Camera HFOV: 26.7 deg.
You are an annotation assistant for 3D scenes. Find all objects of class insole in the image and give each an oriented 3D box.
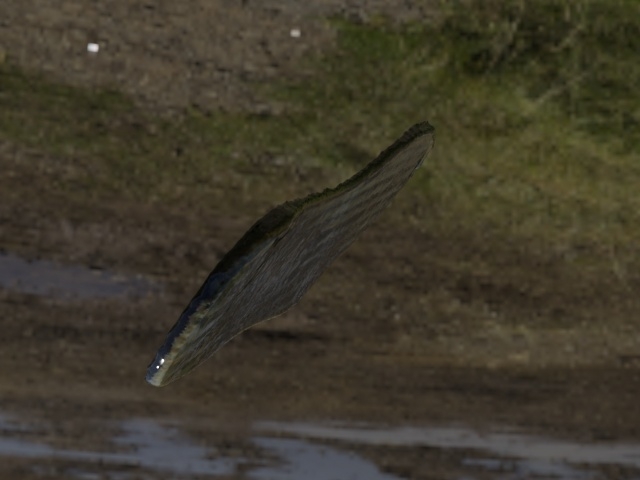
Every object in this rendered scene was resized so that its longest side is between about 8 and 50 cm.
[{"bbox_3d":[0.000,0.000,0.631,0.009,0.119,0.348,38,-164,6],"label":"insole"}]
